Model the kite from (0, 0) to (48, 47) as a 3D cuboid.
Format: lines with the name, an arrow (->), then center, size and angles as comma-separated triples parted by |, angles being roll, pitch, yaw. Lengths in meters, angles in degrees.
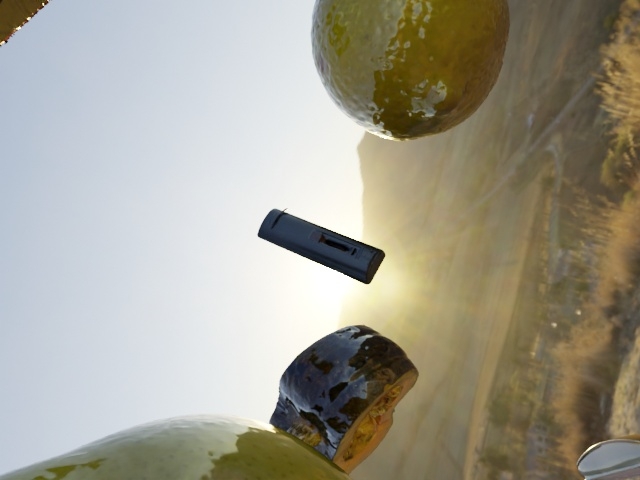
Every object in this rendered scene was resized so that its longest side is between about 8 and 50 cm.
kite -> -0.458, -0.268, 0.735 | 0.327, 0.013, 0.377 | -54, -4, 27

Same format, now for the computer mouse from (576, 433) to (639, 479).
computer mouse -> 0.497, 0.333, 0.966 | 0.245, 0.125, 0.056 | 102, 167, -60

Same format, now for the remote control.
remote control -> 0.000, 0.000, 0.437 | 0.034, 0.091, 0.016 | -59, -19, -29

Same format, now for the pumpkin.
pumpkin -> 0.018, 0.268, 0.971 | 0.221, 0.139, 0.317 | -22, -31, -31

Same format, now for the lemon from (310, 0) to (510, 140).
lemon -> 0.100, -0.233, 0.716 | 0.228, 0.228, 0.253 | 99, 180, -49

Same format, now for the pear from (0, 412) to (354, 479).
pear -> -0.101, 0.314, 0.473 | 0.418, 0.362, 0.362 | 28, -106, -40
